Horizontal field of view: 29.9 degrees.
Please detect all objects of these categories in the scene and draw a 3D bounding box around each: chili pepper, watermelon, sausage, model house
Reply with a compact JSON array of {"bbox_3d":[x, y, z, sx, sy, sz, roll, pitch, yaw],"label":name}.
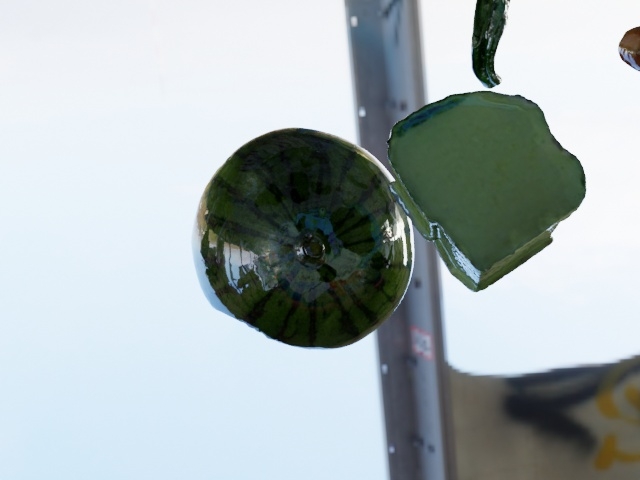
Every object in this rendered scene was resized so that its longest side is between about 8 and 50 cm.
[{"bbox_3d":[0.234,-0.298,1.636,0.050,0.182,0.073,6,-170,8],"label":"chili pepper"},{"bbox_3d":[0.000,0.000,1.674,0.331,0.331,0.189,-10,-171,-19],"label":"watermelon"},{"bbox_3d":[0.310,-0.162,1.069,0.131,0.041,0.039,6,-157,-46],"label":"sausage"},{"bbox_3d":[0.194,-0.062,1.488,0.195,0.214,0.189,-37,165,-11],"label":"model house"}]
